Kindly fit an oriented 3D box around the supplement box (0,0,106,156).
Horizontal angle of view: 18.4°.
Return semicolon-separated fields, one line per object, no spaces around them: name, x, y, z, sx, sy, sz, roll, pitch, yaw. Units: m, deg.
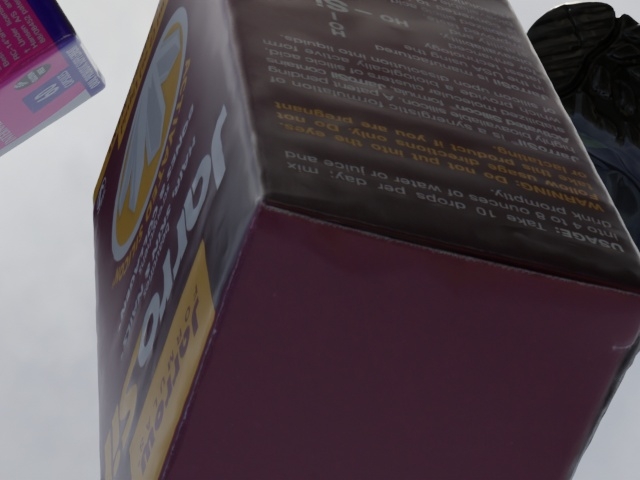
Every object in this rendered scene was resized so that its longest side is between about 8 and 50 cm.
supplement box;-0.221;-0.065;0.885;0.220;0.111;0.114;-32;-96;-2

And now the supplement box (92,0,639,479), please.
supplement box;0.000;0.000;0.448;0.081;0.104;0.188;14;-154;-14

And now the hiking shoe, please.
hiking shoe;0.167;-0.009;0.900;0.227;0.114;0.086;46;-113;0
